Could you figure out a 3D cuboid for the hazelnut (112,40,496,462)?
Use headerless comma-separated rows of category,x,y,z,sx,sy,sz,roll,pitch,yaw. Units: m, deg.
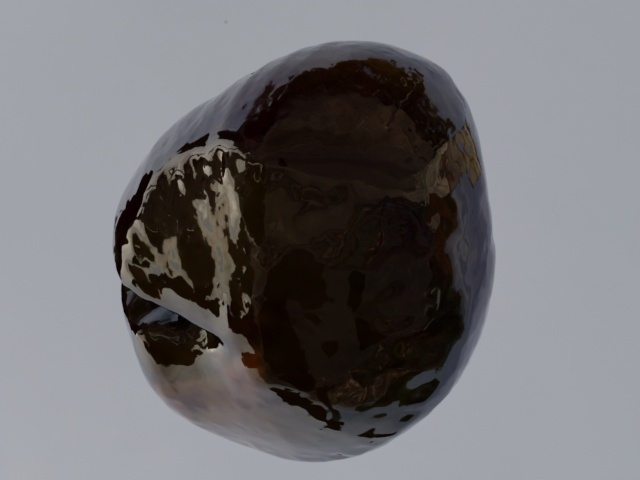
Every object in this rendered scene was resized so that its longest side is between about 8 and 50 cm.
hazelnut,0.000,0.000,1.014,0.217,0.217,0.251,17,-47,-5
